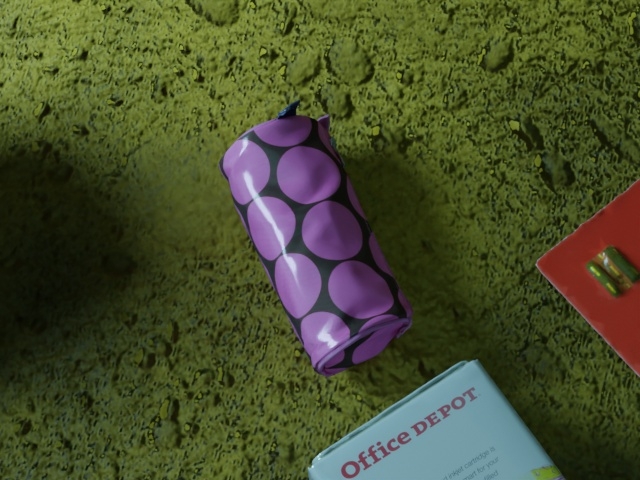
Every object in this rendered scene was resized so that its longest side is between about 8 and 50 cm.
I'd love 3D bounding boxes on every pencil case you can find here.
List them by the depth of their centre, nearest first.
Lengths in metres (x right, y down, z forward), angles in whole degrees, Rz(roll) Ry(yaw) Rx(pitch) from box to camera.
[{"bbox_3d":[0.000,0.000,1.504,0.098,0.095,0.209,-16,70,-21],"label":"pencil case"}]

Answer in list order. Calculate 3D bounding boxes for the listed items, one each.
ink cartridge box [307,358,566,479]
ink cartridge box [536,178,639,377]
[{"bbox_3d":[0.110,0.219,1.408,0.154,0.093,0.212,-32,72,-11],"label":"ink cartridge box"},{"bbox_3d":[0.412,-0.006,1.488,0.385,0.091,0.308,-38,71,-13],"label":"ink cartridge box"}]
